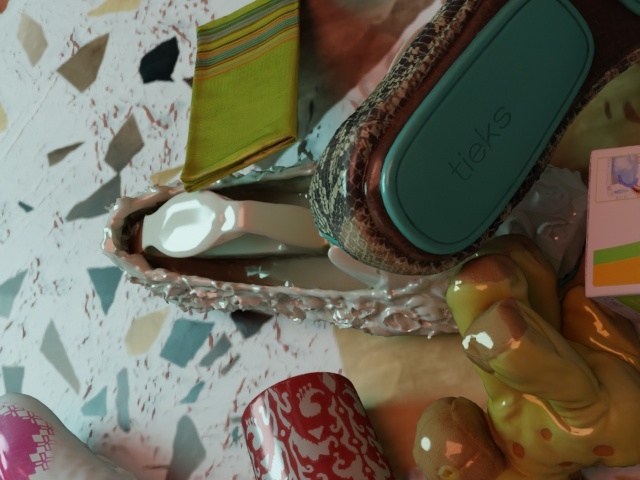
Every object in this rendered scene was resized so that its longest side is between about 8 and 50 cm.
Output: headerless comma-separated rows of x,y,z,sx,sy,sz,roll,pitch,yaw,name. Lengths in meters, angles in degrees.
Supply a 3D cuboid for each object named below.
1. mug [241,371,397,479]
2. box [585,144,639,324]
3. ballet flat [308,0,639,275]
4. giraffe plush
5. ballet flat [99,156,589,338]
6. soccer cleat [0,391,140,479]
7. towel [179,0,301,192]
-0.007,0.199,1.318,0.150,0.113,0.169,-34,55,20,mug
0.289,-0.006,1.174,0.203,0.114,0.103,-5,73,32,box
0.160,-0.173,1.260,0.483,0.164,0.182,-47,22,-12,ballet flat
0.139,0.126,1.230,0.210,0.181,0.170,41,114,2,giraffe plush
0.000,0.000,1.363,0.409,0.147,0.147,-5,73,33,ballet flat
-0.156,0.237,1.424,0.143,0.116,0.331,-30,55,-2,soccer cleat
-0.062,-0.128,1.439,0.102,0.021,0.237,-26,31,17,towel
